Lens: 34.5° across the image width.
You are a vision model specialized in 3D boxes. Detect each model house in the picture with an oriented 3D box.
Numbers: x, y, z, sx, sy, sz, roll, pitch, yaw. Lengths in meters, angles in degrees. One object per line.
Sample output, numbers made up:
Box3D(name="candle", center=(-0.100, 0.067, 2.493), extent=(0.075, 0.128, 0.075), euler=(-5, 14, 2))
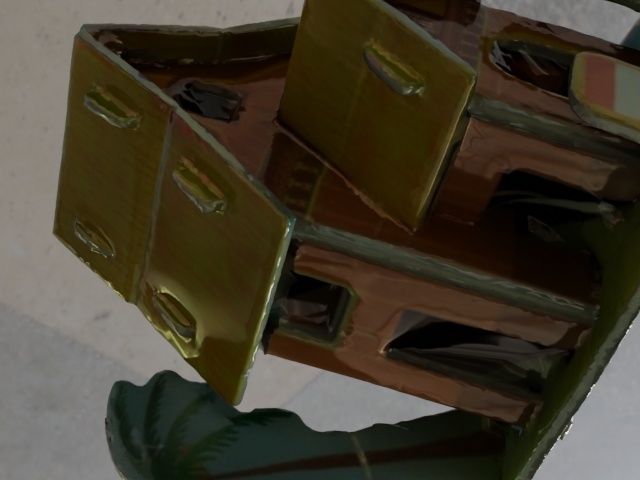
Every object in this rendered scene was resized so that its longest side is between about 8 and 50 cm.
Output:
Box3D(name="model house", center=(0.000, 0.000, 0.529), extent=(0.323, 0.340, 0.300), euler=(17, 133, 1))
